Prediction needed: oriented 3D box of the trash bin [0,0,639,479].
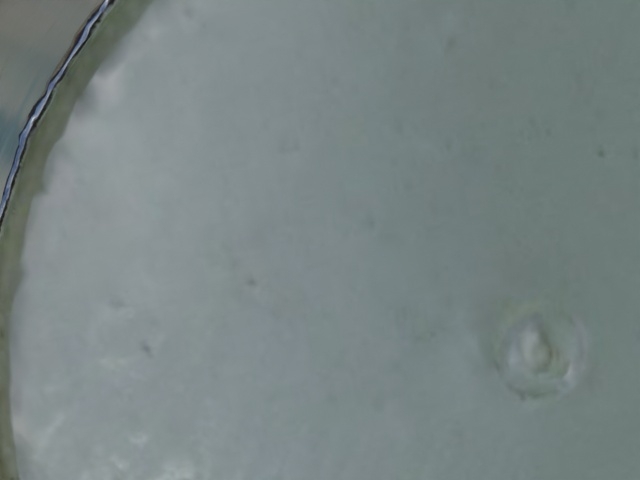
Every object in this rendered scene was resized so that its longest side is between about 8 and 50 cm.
[{"bbox_3d":[0.000,0.000,0.534,0.432,0.280,0.280,-152,43,-75],"label":"trash bin"}]
